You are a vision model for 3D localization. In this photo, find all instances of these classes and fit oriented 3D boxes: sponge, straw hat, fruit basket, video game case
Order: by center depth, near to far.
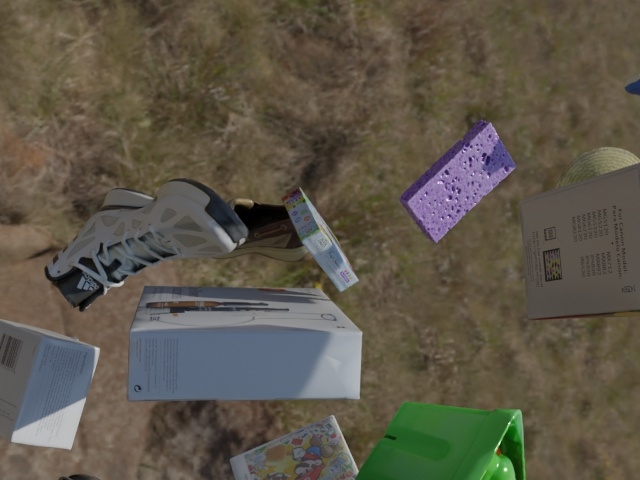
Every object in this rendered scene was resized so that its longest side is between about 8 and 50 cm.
[{"bbox_3d":[0.200,0.405,1.160,0.392,0.392,0.283,-75,159,-43],"label":"fruit basket"},{"bbox_3d":[0.396,-0.052,1.245,0.061,0.144,0.144,-95,166,-70],"label":"straw hat"},{"bbox_3d":[0.245,-0.104,1.635,0.117,0.210,0.031,51,-8,-36],"label":"sponge"},{"bbox_3d":[-0.046,0.454,1.763,0.206,0.227,0.026,-119,-172,-52],"label":"video game case"}]

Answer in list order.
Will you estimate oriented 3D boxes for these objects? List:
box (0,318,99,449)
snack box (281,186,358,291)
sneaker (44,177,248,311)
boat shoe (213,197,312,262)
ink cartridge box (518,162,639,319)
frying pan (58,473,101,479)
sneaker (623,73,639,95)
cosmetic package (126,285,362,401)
[{"bbox_3d":[-0.493,0.243,1.569,0.119,0.181,0.182,21,81,-44],"label":"box"},{"bbox_3d":[0.000,0.000,1.368,0.141,0.037,0.100,53,7,-46],"label":"snack box"},{"bbox_3d":[-0.326,0.035,1.647,0.169,0.447,0.257,52,60,-27],"label":"sneaker"},{"bbox_3d":[-0.157,-0.039,1.853,0.123,0.342,0.123,-56,139,-34],"label":"boat shoe"},{"bbox_3d":[0.390,0.001,0.852,0.272,0.309,0.130,158,-70,-71],"label":"ink cartridge box"},{"bbox_3d":[-0.288,0.405,1.317,0.053,0.326,0.197,-40,96,-32],"label":"frying pan"},{"bbox_3d":[0.605,-0.248,1.624,0.058,0.152,0.085,16,83,-49],"label":"sneaker"},{"bbox_3d":[-0.114,0.133,1.283,0.377,0.284,0.097,-148,-118,-80],"label":"cosmetic package"}]
